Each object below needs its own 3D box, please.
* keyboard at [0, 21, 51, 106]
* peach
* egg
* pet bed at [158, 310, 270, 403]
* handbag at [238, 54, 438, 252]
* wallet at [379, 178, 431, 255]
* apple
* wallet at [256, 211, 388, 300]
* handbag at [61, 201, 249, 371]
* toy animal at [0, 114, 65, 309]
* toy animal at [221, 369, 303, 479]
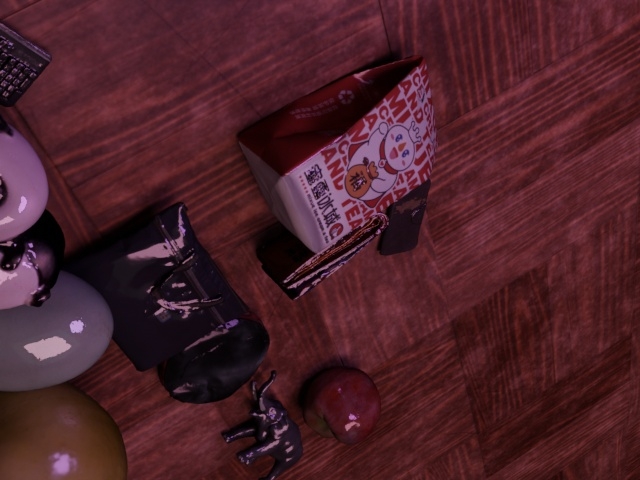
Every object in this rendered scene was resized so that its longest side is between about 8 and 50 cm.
[{"bbox_3d":[-0.409,-0.230,0.904,0.094,0.025,0.230,-46,137,11],"label":"keyboard"},{"bbox_3d":[0.049,0.319,1.610,0.152,0.152,0.152,-19,134,-21],"label":"peach"},{"bbox_3d":[-0.390,0.114,1.090,0.231,0.168,0.168,-1,129,-7],"label":"egg"},{"bbox_3d":[-0.181,0.200,1.406,0.201,0.053,0.201,-19,133,-22],"label":"pet bed"},{"bbox_3d":[0.052,-0.140,1.212,0.298,0.151,0.171,-33,132,-12],"label":"handbag"},{"bbox_3d":[0.149,-0.043,1.455,0.082,0.018,0.157,-10,129,-29],"label":"wallet"},{"bbox_3d":[-0.417,0.306,1.186,0.258,0.295,0.233,29,68,-57],"label":"apple"},{"bbox_3d":[-0.001,-0.002,1.283,0.195,0.161,0.042,-36,117,-5],"label":"wallet"},{"bbox_3d":[-0.242,0.074,1.230,0.211,0.089,0.254,-28,131,0],"label":"handbag"},{"bbox_3d":[-0.406,-0.037,0.963,0.187,0.165,0.235,-7,134,-8],"label":"toy animal"},{"bbox_3d":[-0.111,0.363,1.575,0.137,0.082,0.269,-30,133,-15],"label":"toy animal"}]
